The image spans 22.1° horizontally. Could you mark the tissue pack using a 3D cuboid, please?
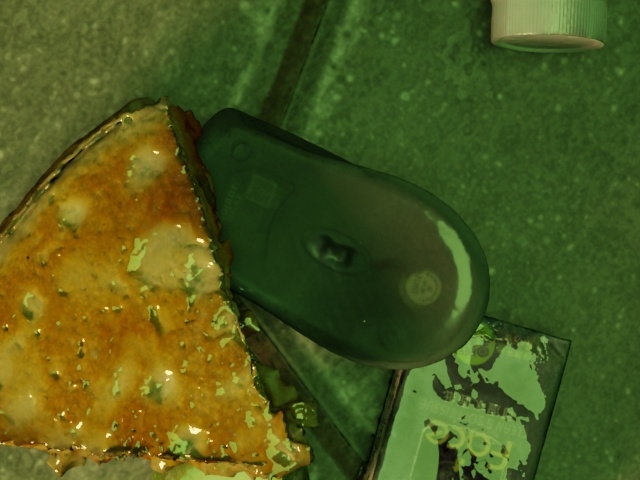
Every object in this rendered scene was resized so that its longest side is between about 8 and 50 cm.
[{"bbox_3d":[0.148,0.193,1.720,0.173,0.073,0.235,18,84,-6],"label":"tissue pack"}]

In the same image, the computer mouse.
[{"bbox_3d":[0.000,0.000,1.676,0.371,0.122,0.188,25,96,9],"label":"computer mouse"}]

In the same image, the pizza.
[{"bbox_3d":[-0.175,0.116,1.611,0.406,0.130,0.440,39,95,15],"label":"pizza"}]

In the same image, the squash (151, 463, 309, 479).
[{"bbox_3d":[-0.092,0.260,1.665,0.170,0.123,0.170,0,89,-2],"label":"squash"}]

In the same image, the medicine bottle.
[{"bbox_3d":[0.242,-0.317,1.718,0.139,0.139,0.225,3,87,-8],"label":"medicine bottle"}]
